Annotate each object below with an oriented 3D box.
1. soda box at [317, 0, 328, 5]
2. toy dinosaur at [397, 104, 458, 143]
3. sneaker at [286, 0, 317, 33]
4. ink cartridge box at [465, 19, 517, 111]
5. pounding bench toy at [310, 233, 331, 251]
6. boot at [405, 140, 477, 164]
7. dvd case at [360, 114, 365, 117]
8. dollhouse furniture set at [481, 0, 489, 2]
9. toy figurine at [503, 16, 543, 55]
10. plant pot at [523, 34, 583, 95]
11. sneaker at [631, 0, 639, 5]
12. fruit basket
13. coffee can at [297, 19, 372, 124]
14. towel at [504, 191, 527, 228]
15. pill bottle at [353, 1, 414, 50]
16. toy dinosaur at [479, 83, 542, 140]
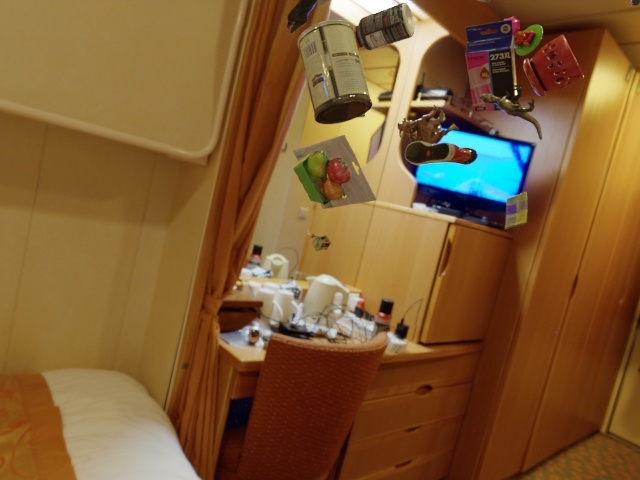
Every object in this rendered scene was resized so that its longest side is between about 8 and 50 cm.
[{"bbox_3d":[-0.047,-1.164,1.904,0.286,0.098,0.091,37,-20,-35],"label":"soda box"},{"bbox_3d":[0.475,-0.478,1.966,0.127,0.200,0.296,35,20,-30],"label":"toy dinosaur"},{"bbox_3d":[-0.068,-0.870,1.702,0.051,0.170,0.089,55,20,3],"label":"sneaker"},{"bbox_3d":[0.703,-0.701,1.828,0.175,0.069,0.371,5,-39,32],"label":"ink cartridge box"},{"bbox_3d":[0.000,0.000,2.034,0.065,0.052,0.083,-9,57,-38],"label":"pounding bench toy"},{"bbox_3d":[0.445,-0.315,1.642,0.176,0.088,0.244,1,10,-33],"label":"boot"},{"bbox_3d":[0.200,-0.690,2.348,0.087,0.119,0.013,2,-35,16],"label":"dvd case"},{"bbox_3d":[0.530,-0.911,1.483,0.123,0.151,0.144,21,20,-41],"label":"dollhouse furniture set"},{"bbox_3d":[0.809,-0.874,1.865,0.159,0.130,0.173,16,19,-26],"label":"toy figurine"},{"bbox_3d":[0.924,-0.687,1.777,0.174,0.191,0.191,-27,-20,32],"label":"plant pot"},{"bbox_3d":[0.967,-0.811,1.367,0.076,0.166,0.065,-4,35,15],"label":"sneaker"},{"bbox_3d":[0.062,-0.304,2.020,0.353,0.327,0.165,-9,29,44],"label":"fruit basket"},{"bbox_3d":[0.048,-0.565,1.515,0.201,0.275,0.201,-13,-4,-1],"label":"coffee can"},{"bbox_3d":[0.456,-0.069,1.038,0.009,0.083,0.060,18,-17,-23],"label":"towel"},{"bbox_3d":[0.239,-0.842,1.775,0.245,0.130,0.130,-4,-5,31],"label":"pill bottle"},{"bbox_3d":[0.695,-0.471,1.565,0.268,0.064,0.118,40,-18,13],"label":"toy dinosaur"}]
